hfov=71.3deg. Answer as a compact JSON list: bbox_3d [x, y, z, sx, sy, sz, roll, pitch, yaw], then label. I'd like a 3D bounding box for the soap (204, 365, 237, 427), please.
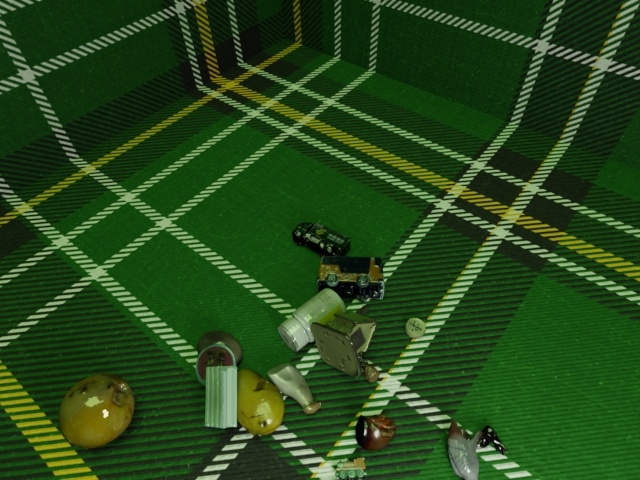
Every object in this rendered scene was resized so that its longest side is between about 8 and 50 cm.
[{"bbox_3d":[-0.341,0.534,1.532,0.066,0.119,0.198,12,68,-43],"label":"soap"}]

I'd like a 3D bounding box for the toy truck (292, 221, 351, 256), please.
[{"bbox_3d":[0.000,0.000,2.066,0.259,0.088,0.121,26,56,20],"label":"toy truck"}]

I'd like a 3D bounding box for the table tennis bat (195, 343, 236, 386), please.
[{"bbox_3d":[-0.382,0.501,1.626,0.153,0.040,0.244,-4,73,7],"label":"table tennis bat"}]

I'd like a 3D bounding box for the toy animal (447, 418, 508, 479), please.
[{"bbox_3d":[0.471,0.722,1.435,0.195,0.090,0.324,31,58,14],"label":"toy animal"}]

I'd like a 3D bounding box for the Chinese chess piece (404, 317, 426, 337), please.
[{"bbox_3d":[0.380,0.350,1.789,0.084,0.034,0.084,0,51,1],"label":"Chinese chess piece"}]

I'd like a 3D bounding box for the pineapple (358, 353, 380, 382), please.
[{"bbox_3d":[0.169,0.477,1.687,0.058,0.058,0.124,-26,40,-19],"label":"pineapple"}]

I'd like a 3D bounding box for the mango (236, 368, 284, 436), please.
[{"bbox_3d":[-0.230,0.561,1.569,0.167,0.130,0.262,-41,50,-18],"label":"mango"}]

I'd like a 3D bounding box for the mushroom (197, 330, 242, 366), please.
[{"bbox_3d":[-0.395,0.412,1.722,0.188,0.117,0.141,11,39,16],"label":"mushroom"}]

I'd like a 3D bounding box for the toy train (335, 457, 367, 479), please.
[{"bbox_3d":[0.098,0.747,1.457,0.103,0.044,0.064,-3,47,-3],"label":"toy train"}]

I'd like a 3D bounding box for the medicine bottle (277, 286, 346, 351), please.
[{"bbox_3d":[-0.033,0.312,1.765,0.258,0.143,0.143,-33,56,-24],"label":"medicine bottle"}]

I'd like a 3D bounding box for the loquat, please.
[{"bbox_3d":[-0.762,0.579,1.519,0.243,0.244,0.244,-1,50,1],"label":"loquat"}]

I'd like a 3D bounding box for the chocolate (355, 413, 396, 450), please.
[{"bbox_3d":[0.189,0.636,1.497,0.133,0.127,0.124,10,39,-10],"label":"chocolate"}]

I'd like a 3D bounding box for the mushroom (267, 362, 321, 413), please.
[{"bbox_3d":[-0.094,0.534,1.620,0.225,0.093,0.116,44,27,13],"label":"mushroom"}]

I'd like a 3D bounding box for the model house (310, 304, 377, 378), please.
[{"bbox_3d":[0.141,0.335,1.685,0.278,0.205,0.218,-35,32,-32],"label":"model house"}]

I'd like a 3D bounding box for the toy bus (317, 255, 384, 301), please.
[{"bbox_3d":[0.132,0.158,1.896,0.275,0.138,0.167,2,48,6],"label":"toy bus"}]
